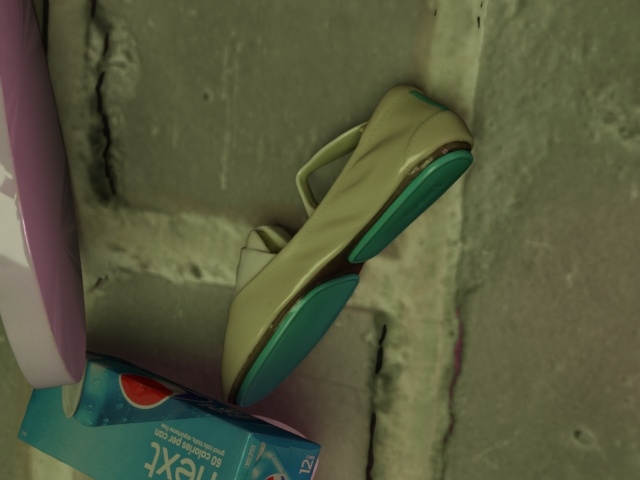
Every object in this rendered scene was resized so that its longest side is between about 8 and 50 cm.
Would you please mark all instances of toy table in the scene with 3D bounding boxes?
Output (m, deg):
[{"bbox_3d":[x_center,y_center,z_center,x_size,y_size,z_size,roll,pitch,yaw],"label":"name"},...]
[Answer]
[{"bbox_3d":[-0.248,-0.034,0.951,0.161,0.252,0.274,-10,80,1],"label":"toy table"}]

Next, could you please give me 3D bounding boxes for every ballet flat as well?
[{"bbox_3d":[0.000,0.000,0.990,0.086,0.086,0.248,40,110,-3],"label":"ballet flat"}]

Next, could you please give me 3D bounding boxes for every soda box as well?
[{"bbox_3d":[-0.102,0.129,0.986,0.210,0.067,0.071,17,88,43],"label":"soda box"}]

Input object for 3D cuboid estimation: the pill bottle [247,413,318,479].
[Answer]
[{"bbox_3d":[-0.064,0.216,1.054,0.103,0.103,0.184,21,111,4],"label":"pill bottle"}]
